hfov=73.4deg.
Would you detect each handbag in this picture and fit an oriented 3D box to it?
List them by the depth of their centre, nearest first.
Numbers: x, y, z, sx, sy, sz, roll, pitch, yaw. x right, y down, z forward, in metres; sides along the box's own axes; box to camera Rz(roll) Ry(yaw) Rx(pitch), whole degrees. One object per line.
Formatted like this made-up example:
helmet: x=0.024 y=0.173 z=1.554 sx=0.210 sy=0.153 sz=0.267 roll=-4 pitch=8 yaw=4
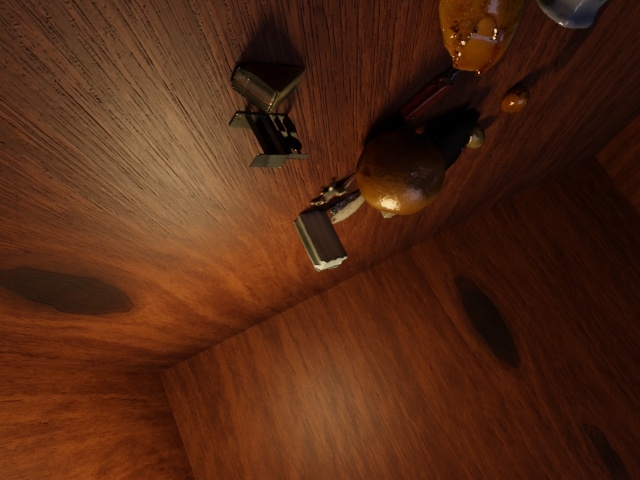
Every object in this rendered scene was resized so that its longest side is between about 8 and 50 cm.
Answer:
handbag: x=0.520 y=-0.396 z=1.779 sx=0.288 sy=0.152 sz=0.342 roll=-39 pitch=165 yaw=-2

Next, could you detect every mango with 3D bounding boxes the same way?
mango: x=0.402 y=-0.585 z=1.067 sx=0.199 sy=0.201 sz=0.350 roll=-59 pitch=165 yaw=-25
mango: x=0.805 y=-0.572 z=1.781 sx=0.105 sy=0.084 sz=0.159 roll=-23 pitch=162 yaw=4

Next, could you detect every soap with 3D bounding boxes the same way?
soap: x=0.000 y=0.000 z=1.918 sx=0.150 sy=0.261 sz=0.094 roll=-15 pitch=161 yaw=-32

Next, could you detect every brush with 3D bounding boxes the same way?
brush: x=0.366 y=-0.485 z=1.453 sx=0.070 sy=0.051 sz=0.323 roll=-1 pitch=148 yaw=-48

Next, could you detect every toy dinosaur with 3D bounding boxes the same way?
toy dinosaur: x=0.068 y=-0.200 z=1.802 sx=0.212 sy=0.057 sz=0.142 roll=-20 pitch=172 yaw=-17

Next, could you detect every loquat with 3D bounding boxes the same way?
loquat: x=0.291 y=-0.250 z=1.567 sx=0.329 sy=0.328 sz=0.328 roll=-24 pitch=161 yaw=-9

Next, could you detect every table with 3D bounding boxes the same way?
table: x=-0.138 y=-0.272 z=1.172 sx=0.175 sy=0.146 sz=0.062 roll=-8 pitch=153 yaw=-43

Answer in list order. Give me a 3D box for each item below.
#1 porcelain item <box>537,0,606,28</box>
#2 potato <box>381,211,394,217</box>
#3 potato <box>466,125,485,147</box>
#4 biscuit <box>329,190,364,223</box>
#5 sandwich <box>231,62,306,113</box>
porcelain item: x=0.752 y=-0.755 z=1.070 sx=0.243 sy=0.178 sz=0.405 roll=-16 pitch=156 yaw=-30
potato: x=0.329 y=-0.174 z=2.129 sx=0.061 sy=0.122 sz=0.086 roll=-3 pitch=149 yaw=-38
potato: x=0.700 y=-0.464 z=1.943 sx=0.092 sy=0.070 sz=0.138 roll=-32 pitch=161 yaw=12
biscuit: x=0.122 y=-0.154 z=2.025 sx=0.188 sy=0.040 sz=0.265 roll=-16 pitch=158 yaw=-38
sandwich: x=-0.124 y=-0.401 z=1.056 sx=0.079 sy=0.113 sz=0.163 roll=-49 pitch=-174 yaw=47
